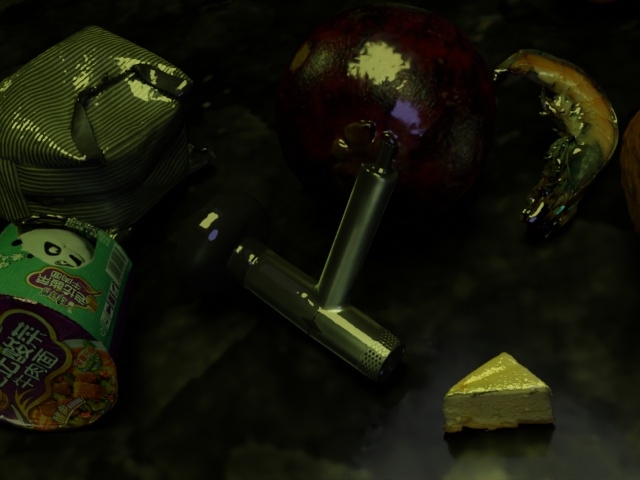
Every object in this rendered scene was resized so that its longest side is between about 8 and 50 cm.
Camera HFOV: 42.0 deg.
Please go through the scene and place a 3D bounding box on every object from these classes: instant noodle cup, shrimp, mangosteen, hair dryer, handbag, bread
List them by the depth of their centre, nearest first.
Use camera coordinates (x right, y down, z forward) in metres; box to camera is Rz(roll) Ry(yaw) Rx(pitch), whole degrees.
[{"bbox_3d":[0.197,0.188,0.942,0.109,0.084,0.080,-31,46,-15],"label":"bread"},{"bbox_3d":[-0.357,0.095,1.077,0.251,0.251,0.190,-4,39,11],"label":"instant noodle cup"},{"bbox_3d":[-0.004,-0.008,1.079,0.320,0.155,0.284,23,99,27],"label":"hair dryer"},{"bbox_3d":[0.314,-0.150,1.170,0.054,0.222,0.290,-28,27,58],"label":"shrimp"},{"bbox_3d":[0.096,-0.191,1.182,0.306,0.306,0.359,0,33,15],"label":"mangosteen"},{"bbox_3d":[-0.338,-0.153,1.283,0.240,0.247,0.341,21,50,28],"label":"handbag"}]

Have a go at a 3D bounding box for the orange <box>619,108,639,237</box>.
[{"bbox_3d":[0.536,-0.075,0.948,0.356,0.322,0.322,-2,47,4],"label":"orange"}]

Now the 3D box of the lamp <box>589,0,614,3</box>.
[{"bbox_3d":[0.488,-0.519,1.448,0.223,0.196,0.223,9,67,-21],"label":"lamp"}]
